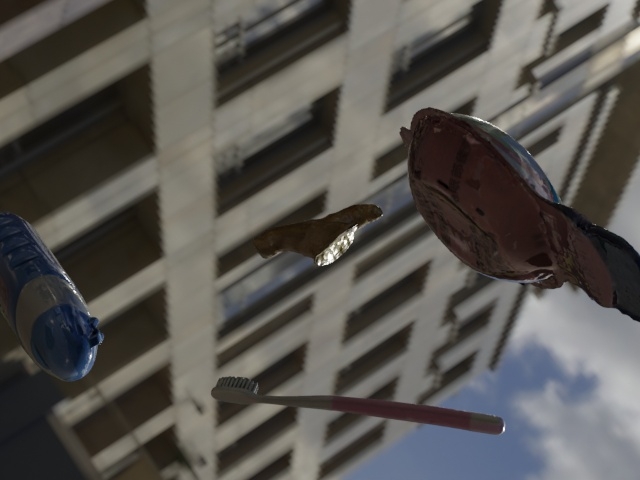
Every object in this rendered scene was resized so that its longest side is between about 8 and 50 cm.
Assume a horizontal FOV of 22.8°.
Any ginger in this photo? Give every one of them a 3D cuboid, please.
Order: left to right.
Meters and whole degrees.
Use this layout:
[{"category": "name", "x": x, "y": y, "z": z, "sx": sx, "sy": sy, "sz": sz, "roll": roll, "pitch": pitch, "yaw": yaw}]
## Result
[{"category": "ginger", "x": 0.001, "y": 0.001, "z": 1.148, "sx": 0.048, "sy": 0.097, "sz": 0.030, "roll": -108, "pitch": -178, "yaw": -62}]

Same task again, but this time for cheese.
[{"category": "cheese", "x": 0.155, "y": -0.017, "z": 1.244, "sx": 0.286, "sy": 0.074, "sz": 0.189, "roll": 33, "pitch": -21, "yaw": 48}]

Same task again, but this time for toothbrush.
[{"category": "toothbrush", "x": 0.034, "y": 0.156, "z": 1.507, "sx": 0.287, "sy": 0.025, "sz": 0.020, "roll": 6, "pitch": -48, "yaw": 15}]

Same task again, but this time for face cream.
[{"category": "face cream", "x": -0.308, "y": 0.067, "z": 1.738, "sx": 0.264, "sy": 0.083, "sz": 0.149, "roll": 42, "pitch": -26, "yaw": 55}]
